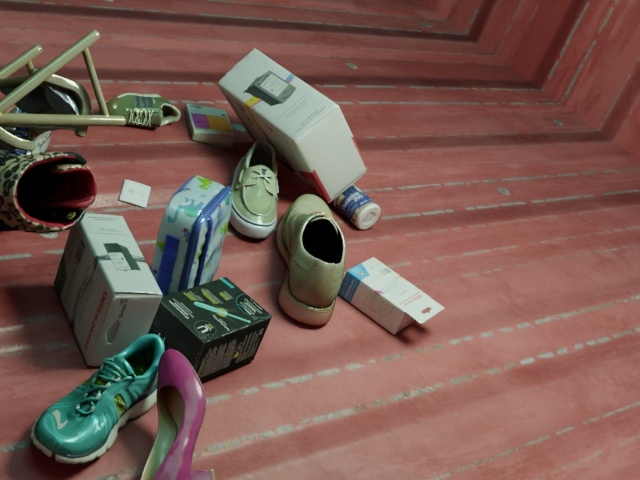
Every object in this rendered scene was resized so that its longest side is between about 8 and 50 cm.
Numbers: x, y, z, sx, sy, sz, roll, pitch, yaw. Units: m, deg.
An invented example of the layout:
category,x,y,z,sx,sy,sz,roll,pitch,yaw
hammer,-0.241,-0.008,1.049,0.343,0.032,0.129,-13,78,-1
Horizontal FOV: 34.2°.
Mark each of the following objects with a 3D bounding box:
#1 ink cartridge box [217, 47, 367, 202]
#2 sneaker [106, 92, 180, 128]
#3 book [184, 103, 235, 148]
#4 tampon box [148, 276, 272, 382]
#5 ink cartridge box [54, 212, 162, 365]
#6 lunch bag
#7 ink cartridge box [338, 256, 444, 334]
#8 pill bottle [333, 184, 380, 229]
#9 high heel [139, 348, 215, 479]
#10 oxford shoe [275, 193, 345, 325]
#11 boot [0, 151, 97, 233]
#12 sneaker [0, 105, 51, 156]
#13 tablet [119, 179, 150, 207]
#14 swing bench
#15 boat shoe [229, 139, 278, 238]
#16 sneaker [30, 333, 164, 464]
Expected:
category,x,y,z,sx,sy,sz,roll,pitch,yaw
ink cartridge box,-0.061,-0.254,2.288,0.306,0.131,0.226,39,-12,39
sneaker,-0.387,-0.283,2.296,0.086,0.064,0.192,31,26,23
book,-0.258,-0.270,2.408,0.096,0.035,0.144,8,32,-20
tampon box,-0.185,0.147,1.693,0.120,0.101,0.161,39,33,26
ink cartridge box,-0.340,0.077,1.646,0.087,0.153,0.208,3,36,-34
lunch bag,-0.225,0.014,1.767,0.090,0.219,0.176,21,28,7
ink cartridge box,0.137,0.117,2.023,0.181,0.061,0.104,36,31,21
pill bottle,0.072,-0.083,2.301,0.067,0.067,0.120,-9,42,-44
high heel,-0.223,0.262,1.452,0.117,0.082,0.244,10,59,-41
oxford shoe,0.000,0.000,2.027,0.140,0.146,0.397,15,30,-14
boot,-0.480,-0.078,1.656,0.284,0.138,0.377,0,1,26
sneaker,-0.568,-0.189,1.944,0.112,0.131,0.296,18,31,-14
tablet,-0.367,-0.093,2.060,0.054,0.006,0.083,17,29,-12
swing bench,-0.513,-0.234,1.750,0.254,0.165,0.253,-26,20,-34
boat shoe,-0.139,-0.114,2.169,0.109,0.094,0.302,15,30,-16
sneaker,-0.311,0.217,1.478,0.107,0.110,0.275,29,30,9
